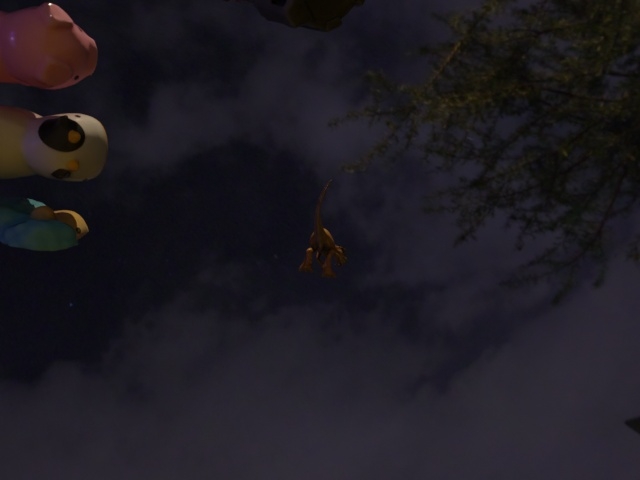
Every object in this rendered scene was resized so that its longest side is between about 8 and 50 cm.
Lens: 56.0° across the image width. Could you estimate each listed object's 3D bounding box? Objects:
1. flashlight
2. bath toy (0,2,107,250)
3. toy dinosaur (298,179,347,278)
[{"bbox_3d":[-0.050,-0.288,0.628,0.103,0.304,0.103,-6,-63,-28],"label":"flashlight"},{"bbox_3d":[-0.288,-0.169,0.587,0.152,0.129,0.347,-4,-78,-29],"label":"bath toy"},{"bbox_3d":[0.000,0.000,1.022,0.211,0.064,0.112,69,-153,-61],"label":"toy dinosaur"}]
